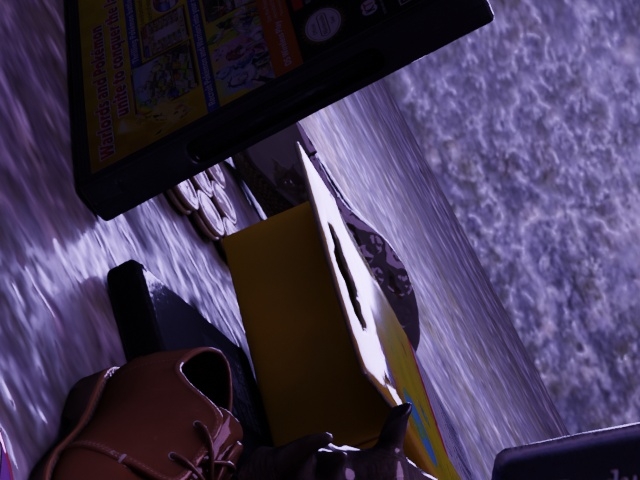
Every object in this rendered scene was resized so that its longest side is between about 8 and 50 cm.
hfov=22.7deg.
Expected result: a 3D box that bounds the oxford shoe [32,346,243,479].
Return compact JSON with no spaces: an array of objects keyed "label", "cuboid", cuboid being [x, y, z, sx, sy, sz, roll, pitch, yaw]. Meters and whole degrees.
[{"label":"oxford shoe","cuboid":[-0.070,0.103,0.670,0.076,0.076,0.212,59,12,-24]}]

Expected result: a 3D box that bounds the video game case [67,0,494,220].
[{"label":"video game case","cuboid":[-0.040,-0.154,0.979,0.035,0.248,0.275,56,12,-37]}]

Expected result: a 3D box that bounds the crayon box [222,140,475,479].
[{"label":"crayon box","cuboid":[0.029,0.115,1.009,0.202,0.081,0.318,-107,172,-46]}]

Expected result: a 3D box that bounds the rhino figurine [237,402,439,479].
[{"label":"rhino figurine","cuboid":[0.015,0.138,0.736,0.243,0.106,0.073,78,9,-57]}]

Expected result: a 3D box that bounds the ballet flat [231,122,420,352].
[{"label":"ballet flat","cuboid":[0.000,0.000,1.302,0.250,0.084,0.058,57,-24,-11]}]

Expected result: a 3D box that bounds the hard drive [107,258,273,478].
[{"label":"hard drive","cuboid":[-0.067,0.077,0.885,0.135,0.022,0.094,48,18,-54]}]

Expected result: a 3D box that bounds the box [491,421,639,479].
[{"label":"box","cuboid":[0.203,0.285,0.656,0.293,0.212,0.395,81,-1,-69]}]

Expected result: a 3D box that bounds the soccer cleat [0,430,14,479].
[{"label":"soccer cleat","cuboid":[-0.120,0.103,0.428,0.248,0.083,0.095,65,15,3]}]

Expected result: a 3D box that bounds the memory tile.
[{"label":"memory tile","cuboid":[-0.097,-0.052,1.102,0.148,0.012,0.113,48,17,-50]}]
